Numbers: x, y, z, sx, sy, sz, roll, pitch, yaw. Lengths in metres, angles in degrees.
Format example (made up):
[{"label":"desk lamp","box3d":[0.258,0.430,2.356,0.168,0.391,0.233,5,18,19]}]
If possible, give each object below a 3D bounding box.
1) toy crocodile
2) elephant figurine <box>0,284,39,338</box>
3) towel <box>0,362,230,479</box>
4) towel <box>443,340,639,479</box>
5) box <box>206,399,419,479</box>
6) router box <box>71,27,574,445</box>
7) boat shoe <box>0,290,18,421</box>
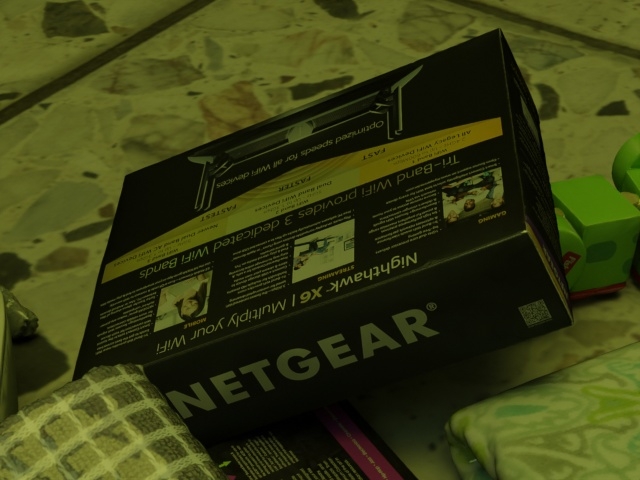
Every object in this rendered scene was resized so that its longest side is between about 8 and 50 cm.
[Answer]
[{"label":"toy crocodile","box3d":[0.202,-0.005,0.982,0.341,0.105,0.115,-7,37,-14]},{"label":"elephant figurine","box3d":[-0.328,-0.037,0.927,0.186,0.239,0.169,-21,41,-23]},{"label":"towel","box3d":[-0.128,0.218,0.579,0.284,0.121,0.235,-37,63,-15]},{"label":"towel","box3d":[0.291,0.170,0.742,0.321,0.090,0.374,-15,38,-16]},{"label":"box","box3d":[-0.027,0.163,0.821,0.162,0.029,0.116,-19,39,-23]},{"label":"router box","box3d":[0.000,0.000,0.899,0.309,0.081,0.243,-20,33,17]},{"label":"boat shoe","box3d":[-0.230,0.145,0.787,0.099,0.116,0.319,-3,42,-6]}]
